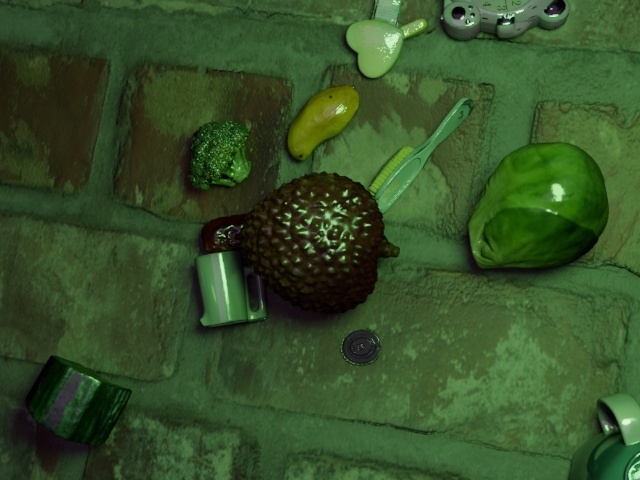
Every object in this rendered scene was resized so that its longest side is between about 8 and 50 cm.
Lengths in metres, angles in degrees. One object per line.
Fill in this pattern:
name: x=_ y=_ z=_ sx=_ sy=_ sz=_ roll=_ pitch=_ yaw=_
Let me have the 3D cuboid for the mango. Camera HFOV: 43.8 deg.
mango: x=0.003 y=-0.249 z=1.634 sx=0.190 sy=0.075 sz=0.098 roll=-43 pitch=69 yaw=10

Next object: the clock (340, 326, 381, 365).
clock: x=0.080 y=0.213 z=1.592 sx=0.083 sy=0.010 sz=0.074 roll=-13 pitch=81 yaw=9

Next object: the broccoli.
broccoli: x=-0.212 y=-0.174 z=1.644 sx=0.138 sy=0.146 sz=0.162 roll=46 pitch=77 yaw=-18

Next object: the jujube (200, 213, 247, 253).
jujube: x=-0.184 y=-0.018 z=1.643 sx=0.129 sy=0.077 sz=0.077 roll=-18 pitch=80 yaw=3

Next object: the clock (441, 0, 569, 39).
clock: x=0.368 y=-0.516 z=1.585 sx=0.248 sy=0.090 sz=0.228 roll=1 pitch=84 yaw=10

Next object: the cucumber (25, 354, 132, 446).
cucumber: x=-0.501 y=0.319 z=1.616 sx=0.191 sy=0.191 sz=0.130 roll=27 pitch=81 yaw=13

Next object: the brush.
brush: x=0.192 y=-0.180 z=1.600 sx=0.297 sy=0.068 sz=0.060 roll=-48 pitch=55 yaw=-1

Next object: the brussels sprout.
brussels sprout: x=0.395 y=-0.051 z=1.463 sx=0.271 sy=0.219 sz=0.210 roll=-30 pitch=60 yaw=26

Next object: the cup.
cup: x=0.545 y=0.405 z=1.354 sx=0.219 sy=0.257 sz=0.290 roll=-15 pitch=80 yaw=4

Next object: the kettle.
kettle: x=-0.190 y=0.101 z=1.629 sx=0.098 sy=0.127 sz=0.148 roll=-15 pitch=81 yaw=42

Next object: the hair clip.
hair clip: x=0.139 y=-0.438 z=1.637 sx=0.159 sy=0.071 sz=0.218 roll=14 pitch=90 yaw=10

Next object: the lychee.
lychee: x=0.000 y=0.000 z=1.497 sx=0.304 sy=0.276 sz=0.276 roll=5 pitch=84 yaw=-7
